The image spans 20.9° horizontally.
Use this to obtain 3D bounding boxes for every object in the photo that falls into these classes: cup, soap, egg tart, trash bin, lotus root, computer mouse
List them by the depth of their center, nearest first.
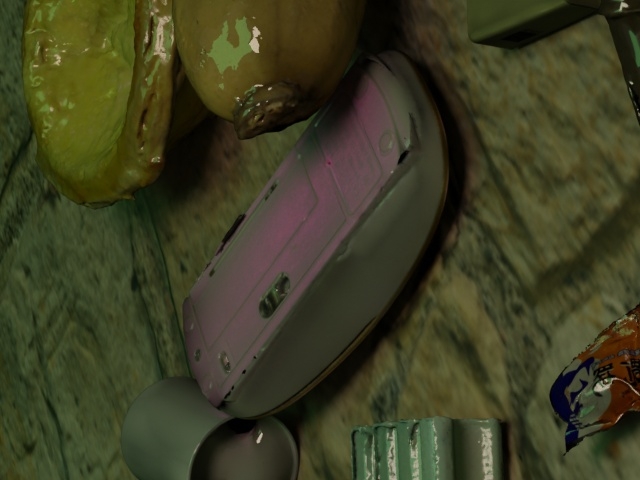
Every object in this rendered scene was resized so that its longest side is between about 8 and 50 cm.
[{"bbox_3d":[0.139,-0.166,1.124,0.092,0.043,0.060,-17,72,55],"label":"trash bin"},{"bbox_3d":[0.074,0.219,1.159,0.114,0.063,0.198,-16,73,58],"label":"soap"},{"bbox_3d":[-0.034,-0.194,1.267,0.303,0.146,0.130,-83,-11,-46],"label":"lotus root"},{"bbox_3d":[0.000,0.000,1.291,0.310,0.072,0.158,-53,40,30],"label":"computer mouse"},{"bbox_3d":[-0.078,0.159,1.402,0.133,0.136,0.099,16,142,58],"label":"cup"},{"bbox_3d":[-0.167,-0.174,1.548,0.315,0.120,0.315,-6,83,58],"label":"egg tart"}]

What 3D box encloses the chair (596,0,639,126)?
[{"bbox_3d":[0.302,0.036,0.519,0.364,0.362,0.410,-149,52,-80],"label":"chair"}]

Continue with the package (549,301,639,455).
[{"bbox_3d":[0.180,0.084,1.038,0.111,0.033,0.077,-41,28,32],"label":"package"}]
